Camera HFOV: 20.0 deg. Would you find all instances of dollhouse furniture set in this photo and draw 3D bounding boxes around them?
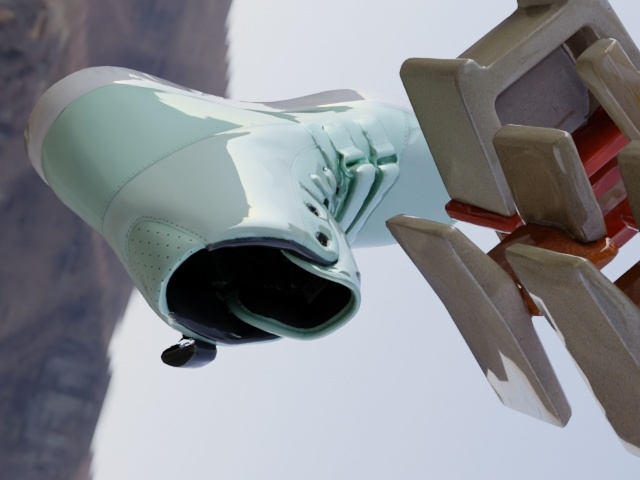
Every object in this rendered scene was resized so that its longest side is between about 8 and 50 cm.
[{"bbox_3d":[0.153,-0.031,0.702,0.262,0.135,0.259,-39,-157,-18],"label":"dollhouse furniture set"}]

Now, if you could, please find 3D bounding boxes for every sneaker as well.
[{"bbox_3d":[-0.001,0.000,0.847,0.151,0.255,0.094,53,-54,39],"label":"sneaker"}]
